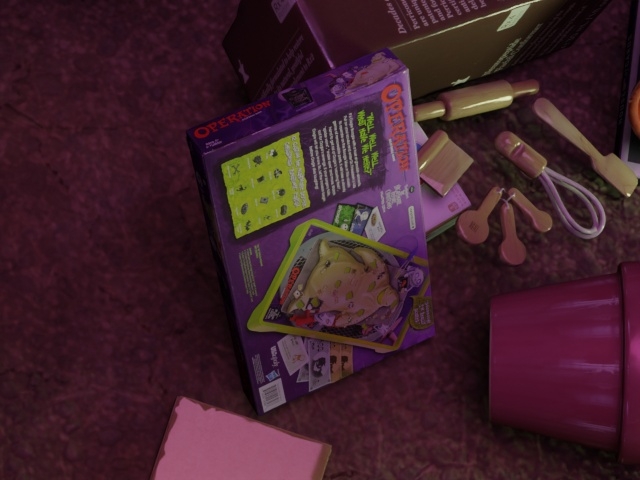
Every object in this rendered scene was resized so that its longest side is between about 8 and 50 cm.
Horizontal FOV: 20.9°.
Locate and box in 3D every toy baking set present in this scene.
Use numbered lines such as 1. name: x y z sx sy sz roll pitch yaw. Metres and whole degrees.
1. toy baking set: 0.204 -0.077 1.803 0.256 0.030 0.197 -20 81 -30

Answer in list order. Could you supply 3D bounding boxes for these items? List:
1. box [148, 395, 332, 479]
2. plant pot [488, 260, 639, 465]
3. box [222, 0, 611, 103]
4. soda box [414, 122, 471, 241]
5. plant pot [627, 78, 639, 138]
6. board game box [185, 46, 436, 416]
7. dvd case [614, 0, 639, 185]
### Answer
1. box: -0.094 0.271 1.700 0.164 0.021 0.201 19 72 -4
2. plant pot: 0.258 0.119 1.724 0.180 0.201 0.201 2 74 6
3. box: 0.113 -0.238 1.726 0.381 0.191 0.143 -20 77 -24
4. soda box: 0.064 -0.099 1.806 0.074 0.069 0.216 -31 82 -16
5. plant pot: 0.461 -0.243 1.797 0.272 0.272 0.265 11 64 -6
6. board game box: 0.000 0.000 1.643 0.208 0.347 0.056 -20 44 -13
7. dvd case: 0.419 -0.162 1.906 0.179 0.029 0.239 11 72 -6
